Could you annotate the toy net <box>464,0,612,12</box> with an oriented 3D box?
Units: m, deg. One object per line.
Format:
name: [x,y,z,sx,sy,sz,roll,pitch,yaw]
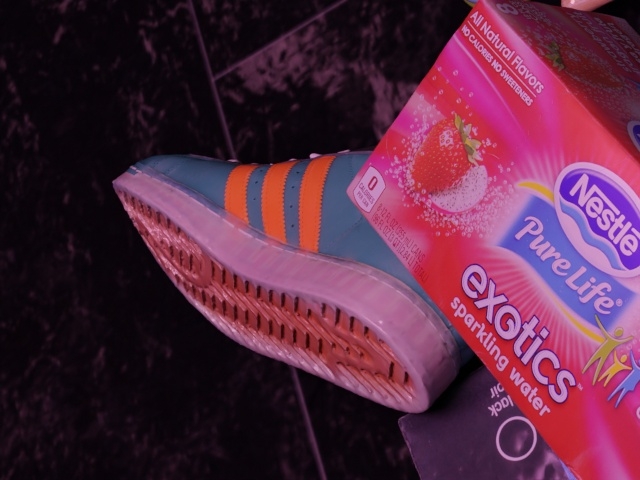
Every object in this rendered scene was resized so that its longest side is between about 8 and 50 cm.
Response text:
toy net: [0.175,-0.173,1.055,0.232,0.045,0.122,23,84,35]

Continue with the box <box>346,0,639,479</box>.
box: [0.146,0.016,0.851,0.257,0.122,0.128,53,122,32]

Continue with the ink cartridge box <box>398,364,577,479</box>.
ink cartridge box: [0.171,0.191,0.908,0.165,0.065,0.333,-35,58,17]

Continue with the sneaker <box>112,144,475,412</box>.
sneaker: [0.000,0.000,1.076,0.121,0.108,0.302,-41,39,-21]
